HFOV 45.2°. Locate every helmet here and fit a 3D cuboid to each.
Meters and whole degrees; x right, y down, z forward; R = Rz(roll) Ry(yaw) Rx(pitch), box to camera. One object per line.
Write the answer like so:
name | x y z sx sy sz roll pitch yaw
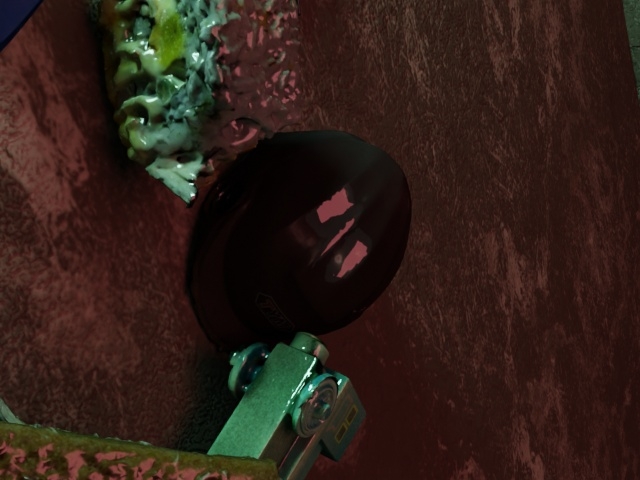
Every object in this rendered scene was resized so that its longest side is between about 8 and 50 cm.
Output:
helmet | 0.000 0.000 0.901 0.225 0.177 0.306 52 49 -39

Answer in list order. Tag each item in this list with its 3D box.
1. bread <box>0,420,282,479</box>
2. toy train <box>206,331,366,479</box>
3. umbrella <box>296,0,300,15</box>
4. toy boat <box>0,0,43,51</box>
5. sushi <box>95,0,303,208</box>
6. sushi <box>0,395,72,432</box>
bread | -0.231 0.198 0.519 0.416 0.113 0.165 17 72 -21
toy train | -0.067 0.250 0.828 0.298 0.120 0.194 -56 149 -22
umbrella | -0.044 -0.425 0.976 0.044 0.044 0.269 -9 95 -21
toy boat | -0.284 -0.215 0.606 0.129 0.088 0.295 64 36 -47
sushi | -0.117 -0.173 0.751 0.139 0.184 0.274 -13 100 -50
sushi | -0.227 0.263 0.660 0.109 0.134 0.273 10 66 -64
